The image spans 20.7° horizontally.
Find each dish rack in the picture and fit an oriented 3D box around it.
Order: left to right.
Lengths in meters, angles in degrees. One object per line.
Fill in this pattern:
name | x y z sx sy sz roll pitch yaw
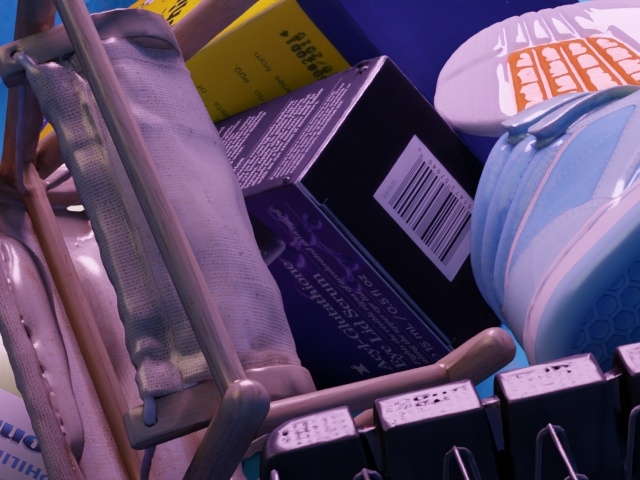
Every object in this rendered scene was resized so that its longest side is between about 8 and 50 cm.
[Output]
dish rack | 0.087 0.133 0.608 0.208 0.074 0.271 -13 28 -3

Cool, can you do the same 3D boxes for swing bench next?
swing bench | -0.076 0.016 0.859 0.165 0.253 0.255 -8 -26 -37

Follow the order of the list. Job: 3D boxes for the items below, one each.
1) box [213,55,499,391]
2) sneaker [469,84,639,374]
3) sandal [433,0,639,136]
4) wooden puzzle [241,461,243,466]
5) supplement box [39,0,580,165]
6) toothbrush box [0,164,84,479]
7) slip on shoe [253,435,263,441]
box | 0.000 0.000 1.036 0.207 0.153 0.108 -18 32 52
sneaker | 0.192 -0.062 0.836 0.319 0.127 0.208 -42 21 -1
sandal | 0.193 -0.085 0.977 0.265 0.076 0.102 -9 41 23
wooden puzzle | -0.073 0.158 1.065 0.049 0.006 0.083 -25 26 41
supplement box | -0.022 -0.096 1.210 0.356 0.194 0.195 -23 28 43
toothbrush box | -0.191 0.105 1.120 0.283 0.122 0.206 -68 4 -48
slip on shoe | -0.058 0.107 1.078 0.135 0.051 0.041 -6 26 48
